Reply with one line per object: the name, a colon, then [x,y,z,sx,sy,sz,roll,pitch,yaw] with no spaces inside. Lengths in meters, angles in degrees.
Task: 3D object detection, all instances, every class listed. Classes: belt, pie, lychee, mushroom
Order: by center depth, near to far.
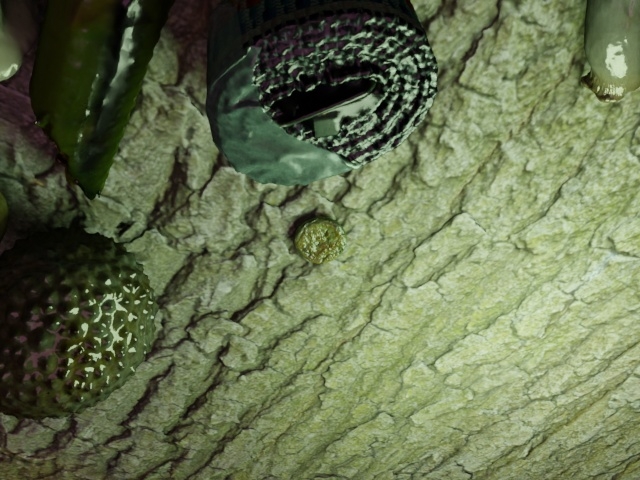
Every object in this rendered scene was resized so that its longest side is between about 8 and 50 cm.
mushroom: [0.331,-0.280,0.586,0.099,0.096,0.278,10,132,27]
belt: [-0.007,-0.178,0.604,0.257,0.150,0.207,-18,136,11]
lychee: [-0.350,0.105,0.725,0.255,0.255,0.274,10,143,-11]
pie: [0.002,0.000,0.820,0.084,0.021,0.084,-1,124,-1]

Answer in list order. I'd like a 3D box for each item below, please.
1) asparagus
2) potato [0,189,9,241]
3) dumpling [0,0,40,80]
asparagus: [-0.250,-0.192,0.595,0.108,0.128,0.382,40,123,9]
potato: [-0.539,0.000,0.673,0.307,0.210,0.173,-25,147,6]
dumpling: [-0.385,-0.226,0.494,0.132,0.250,0.163,-1,98,43]
